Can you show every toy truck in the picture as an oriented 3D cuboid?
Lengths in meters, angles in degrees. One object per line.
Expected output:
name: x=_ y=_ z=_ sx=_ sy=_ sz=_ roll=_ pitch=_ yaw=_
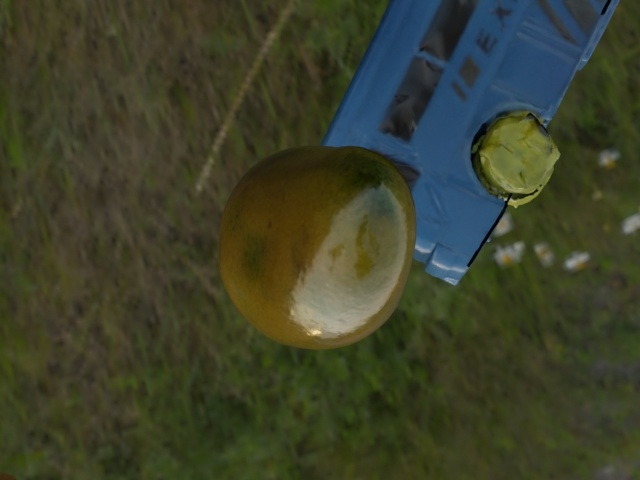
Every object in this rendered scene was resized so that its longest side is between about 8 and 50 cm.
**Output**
toy truck: x=0.134 y=-0.163 z=1.246 sx=0.385 sy=0.162 sz=0.161 roll=-64 pitch=176 yaw=1

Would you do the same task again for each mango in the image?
mango: x=0.000 y=0.005 z=0.928 sx=0.089 sy=0.163 sz=0.111 roll=-17 pitch=101 yaw=-21

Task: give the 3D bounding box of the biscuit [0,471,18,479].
biscuit: x=-0.198 y=0.161 z=0.755 sx=0.184 sy=0.133 sz=0.027 roll=-39 pitch=120 yaw=-18
